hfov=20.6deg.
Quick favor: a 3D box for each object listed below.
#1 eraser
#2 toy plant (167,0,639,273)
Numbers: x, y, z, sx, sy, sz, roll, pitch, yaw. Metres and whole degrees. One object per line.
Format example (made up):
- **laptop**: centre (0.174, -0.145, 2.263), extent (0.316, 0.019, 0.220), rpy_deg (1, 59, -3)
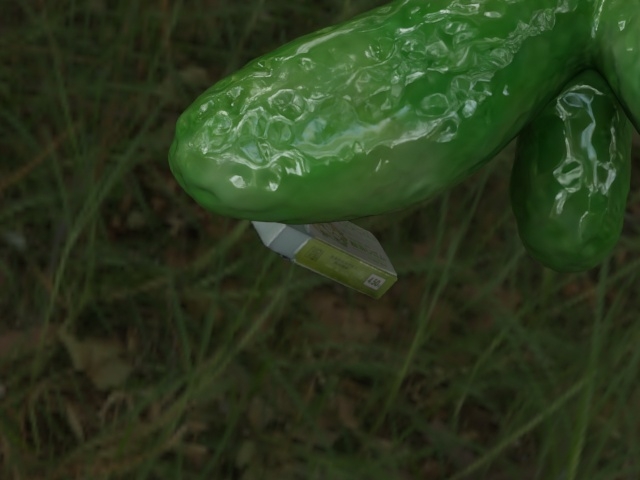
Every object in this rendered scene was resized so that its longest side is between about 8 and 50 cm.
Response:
- **eraser**: centre (0.000, 0.000, 0.862), extent (0.083, 0.019, 0.038), rpy_deg (26, 27, -44)
- **toy plant**: centre (0.111, -0.135, 0.854), extent (0.317, 0.211, 0.356), rpy_deg (5, 56, 6)
